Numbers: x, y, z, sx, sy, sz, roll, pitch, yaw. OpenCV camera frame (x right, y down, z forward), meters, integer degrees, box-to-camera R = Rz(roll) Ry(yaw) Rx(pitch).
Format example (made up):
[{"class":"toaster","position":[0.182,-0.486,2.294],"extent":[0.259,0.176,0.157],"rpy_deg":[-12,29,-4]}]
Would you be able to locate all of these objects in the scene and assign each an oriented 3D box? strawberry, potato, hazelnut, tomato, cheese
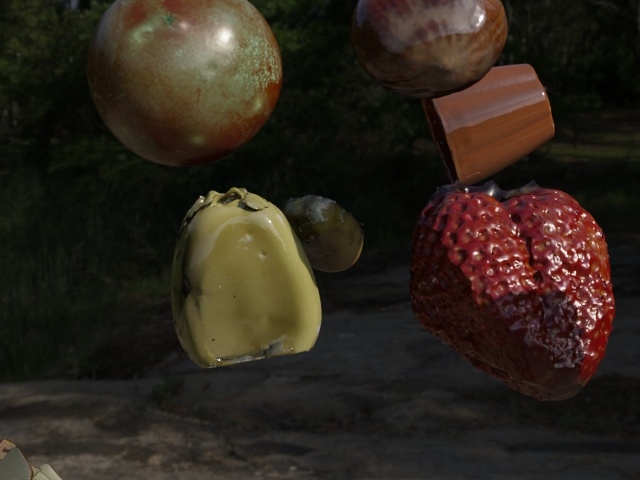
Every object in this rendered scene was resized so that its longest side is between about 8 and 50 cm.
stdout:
[{"class":"strawberry","position":[0.233,0.066,0.957],"extent":[0.250,0.238,0.288],"rpy_deg":[-13,48,-14]},{"class":"potato","position":[0.000,0.000,1.532],"extent":[0.164,0.081,0.200],"rpy_deg":[-6,-34,27]},{"class":"hazelnut","position":[0.062,-0.114,0.447],"extent":[0.086,0.086,0.086],"rpy_deg":[-3,5,0]},{"class":"tomato","position":[-0.190,-0.244,1.104],"extent":[0.270,0.270,0.222],"rpy_deg":[-2,-20,5]},{"class":"cheese","position":[-0.143,0.062,1.400],"extent":[0.259,0.316,0.128],"rpy_deg":[-14,15,-9]}]

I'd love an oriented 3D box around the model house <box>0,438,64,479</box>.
[{"class":"model house","position":[-0.448,0.463,1.266],"extent":[0.169,0.244,0.326],"rpy_deg":[-46,43,-10]}]

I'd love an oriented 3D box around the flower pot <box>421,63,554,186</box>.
[{"class":"flower pot","position":[0.266,-0.188,1.261],"extent":[0.173,0.191,0.190],"rpy_deg":[-18,4,5]}]
